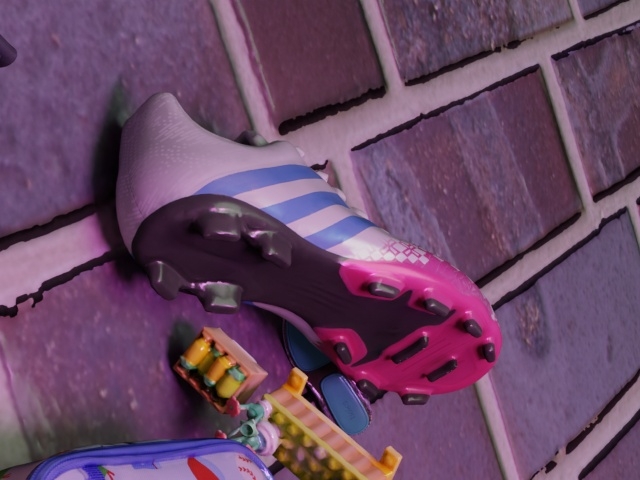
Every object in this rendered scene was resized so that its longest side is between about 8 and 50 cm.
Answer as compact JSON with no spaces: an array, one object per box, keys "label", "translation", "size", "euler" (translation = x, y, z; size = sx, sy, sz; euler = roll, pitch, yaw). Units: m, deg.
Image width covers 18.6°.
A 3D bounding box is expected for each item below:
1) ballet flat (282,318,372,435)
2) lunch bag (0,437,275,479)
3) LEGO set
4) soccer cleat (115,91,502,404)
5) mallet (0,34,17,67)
[{"label":"ballet flat","translation":[0.002,0.087,1.394],"size":[0.114,0.041,0.041],"euler":[65,30,-20]},{"label":"lunch bag","translation":[-0.100,0.261,1.043],"size":[0.243,0.115,0.303],"euler":[5,72,-58]},{"label":"LEGO set","translation":[-0.014,0.185,1.196],"size":[0.107,0.132,0.287],"euler":[-25,90,-46]},{"label":"soccer cleat","translation":[0.000,0.000,1.302],"size":[0.331,0.116,0.143],"euler":[28,36,-41]},{"label":"mallet","translation":[-0.215,-0.157,1.076],"size":[0.189,0.062,0.039],"euler":[44,42,-45]}]
